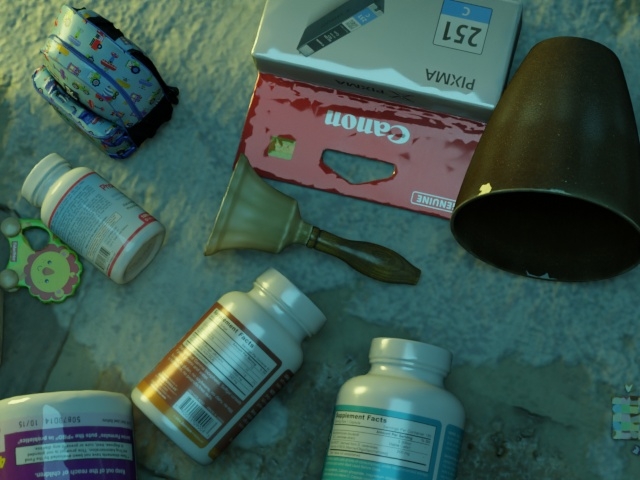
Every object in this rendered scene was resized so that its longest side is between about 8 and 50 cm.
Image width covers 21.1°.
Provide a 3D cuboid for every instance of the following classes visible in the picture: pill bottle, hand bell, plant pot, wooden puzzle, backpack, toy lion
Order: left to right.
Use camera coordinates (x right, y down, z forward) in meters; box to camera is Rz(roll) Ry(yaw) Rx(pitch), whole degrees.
[{"bbox_3d":[-0.326,0.024,2.013,0.096,0.034,0.100,0,77,-2],"label":"toy lion"},{"bbox_3d":[-0.277,0.323,1.870,0.169,0.169,0.301,-7,76,3],"label":"pill bottle"},{"bbox_3d":[-0.265,-0.028,1.988,0.160,0.087,0.087,38,83,11],"label":"pill bottle"},{"bbox_3d":[-0.256,-0.188,1.978,0.158,0.173,0.117,40,83,11],"label":"backpack"},{"bbox_3d":[-0.098,0.136,1.922,0.121,0.121,0.216,42,83,12],"label":"pill bottle"},{"bbox_3d":[0.000,0.000,1.965,0.242,0.126,0.126,21,80,-3],"label":"hand bell"},{"bbox_3d":[0.077,0.243,1.871,0.146,0.146,0.264,10,78,7],"label":"pill bottle"},{"bbox_3d":[0.269,-0.103,1.916,0.215,0.215,0.230,10,65,7],"label":"plant pot"},{"bbox_3d":[0.352,0.200,1.929,0.049,0.006,0.083,1,78,5],"label":"wooden puzzle"}]

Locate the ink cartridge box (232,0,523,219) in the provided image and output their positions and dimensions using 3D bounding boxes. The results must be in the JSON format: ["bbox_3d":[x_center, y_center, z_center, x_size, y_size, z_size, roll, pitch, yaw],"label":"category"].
[{"bbox_3d":[0.064,-0.180,2.007,0.296,0.066,0.261,13,78,8],"label":"ink cartridge box"}]

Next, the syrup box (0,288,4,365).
[{"bbox_3d":[-0.490,0.096,1.975,0.237,0.096,0.093,-1,78,4],"label":"syrup box"}]
